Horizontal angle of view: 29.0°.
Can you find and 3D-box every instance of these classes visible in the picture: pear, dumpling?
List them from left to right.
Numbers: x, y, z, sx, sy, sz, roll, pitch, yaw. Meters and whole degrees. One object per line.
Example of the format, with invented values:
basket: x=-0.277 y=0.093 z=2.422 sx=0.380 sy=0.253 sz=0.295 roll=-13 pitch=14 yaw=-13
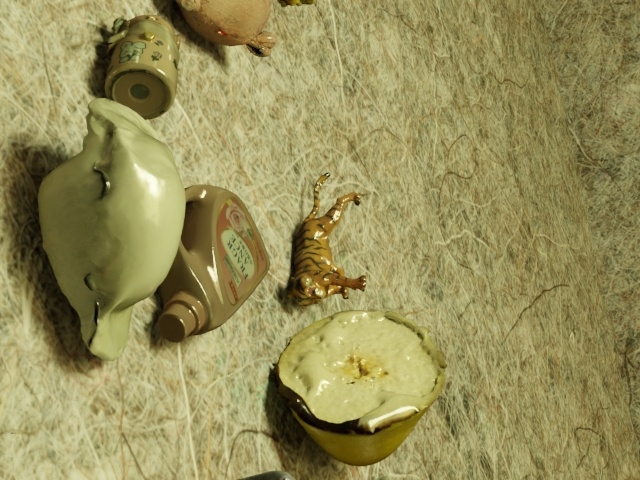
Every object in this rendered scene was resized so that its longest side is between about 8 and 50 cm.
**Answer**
dumpling: x=-0.233 y=-0.015 z=1.411 sx=0.175 sy=0.243 sz=0.227 roll=34 pitch=5 yaw=7
pear: x=0.060 y=0.240 z=1.799 sx=0.267 sy=0.266 sz=0.178 roll=-67 pitch=158 yaw=-54

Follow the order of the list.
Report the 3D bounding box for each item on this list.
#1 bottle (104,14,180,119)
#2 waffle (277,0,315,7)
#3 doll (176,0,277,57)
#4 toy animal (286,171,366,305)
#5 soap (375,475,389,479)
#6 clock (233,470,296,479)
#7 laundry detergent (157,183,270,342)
bottle: x=-0.228 y=-0.235 z=1.596 sx=0.099 sy=0.099 sz=0.152 roll=51 pitch=27 yaw=-39
waffle: x=-0.087 y=-0.501 z=1.914 sx=0.302 sy=0.068 sz=0.325 roll=106 pitch=-38 yaw=-78
doll: x=-0.136 y=-0.431 z=1.829 sx=0.201 sy=0.156 sz=0.303 roll=27 pitch=46 yaw=-47
toy animal: x=-0.002 y=0.006 z=1.917 sx=0.116 sy=0.114 sz=0.255 roll=9 pitch=51 yaw=-14
soap: x=0.201 y=0.424 z=1.764 sx=0.169 sy=0.338 sz=0.304 roll=68 pitch=27 yaw=-15
clock: x=-0.087 y=0.341 z=1.401 sx=0.145 sy=0.193 sz=0.073 roll=51 pitch=32 yaw=-39
laundry detergent: x=-0.159 y=0.024 z=1.593 sx=0.171 sy=0.076 sz=0.237 roll=65 pitch=29 yaw=-14
